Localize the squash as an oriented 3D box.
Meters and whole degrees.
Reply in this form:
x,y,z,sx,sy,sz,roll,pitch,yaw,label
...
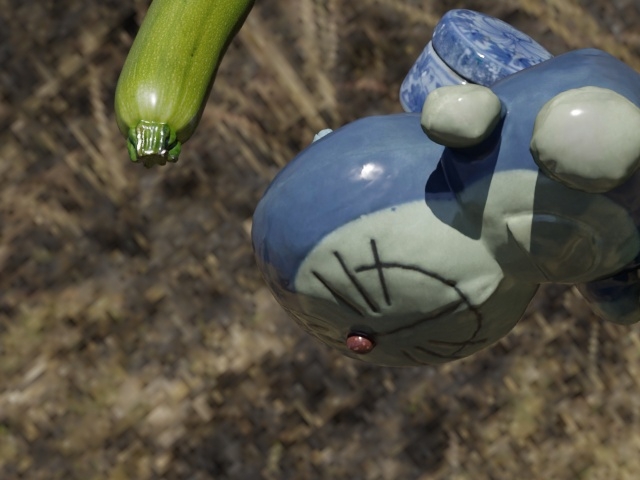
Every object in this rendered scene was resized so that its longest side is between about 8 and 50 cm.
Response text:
x,y,z,sx,sy,sz,roll,pitch,yaw,label
-0.097,-0.142,1.335,0.069,0.069,0.258,-22,32,36,squash

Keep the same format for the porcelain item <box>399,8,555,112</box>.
x,y,z,sx,sy,sz,roll,pitch,yaw,label
0.167,-0.160,1.888,0.114,0.147,0.147,-61,9,26,porcelain item

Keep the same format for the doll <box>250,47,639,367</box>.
x,y,z,sx,sy,sz,roll,pitch,yaw,label
0.084,-0.011,1.045,0.258,0.228,0.154,-25,48,22,doll

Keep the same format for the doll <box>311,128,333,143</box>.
x,y,z,sx,sy,sz,roll,pitch,yaw,label
-0.004,0.002,1.513,0.075,0.179,0.120,-18,39,-19,doll
